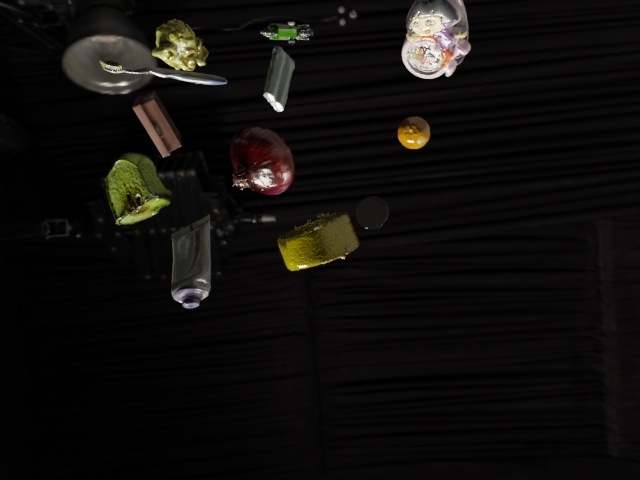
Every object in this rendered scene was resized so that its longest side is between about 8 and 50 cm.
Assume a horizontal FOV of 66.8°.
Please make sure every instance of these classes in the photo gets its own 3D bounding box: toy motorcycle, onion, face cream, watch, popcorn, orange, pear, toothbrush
[{"bbox_3d":[-0.120,-0.744,1.739,0.106,0.190,0.074,-105,15,-63],"label":"toy motorcycle"},{"bbox_3d":[-0.285,-0.339,2.185,0.285,0.347,0.348,-46,-29,-29],"label":"onion"},{"bbox_3d":[-0.571,0.098,2.123,0.137,0.234,0.420,36,-144,-49],"label":"face cream"},{"bbox_3d":[0.347,-0.611,1.380,0.231,0.196,0.244,-57,-45,-30],"label":"watch"},{"bbox_3d":[-0.419,-0.579,1.438,0.135,0.162,0.141,-125,27,-57],"label":"popcorn"},{"bbox_3d":[0.450,-0.522,2.345,0.136,0.159,0.159,-20,-73,-66],"label":"orange"},{"bbox_3d":[-0.772,-0.222,2.009,0.255,0.238,0.164,59,-159,7],"label":"pear"},{"bbox_3d":[-0.519,-0.557,1.619,0.042,0.413,0.035,122,152,-73],"label":"toothbrush"}]

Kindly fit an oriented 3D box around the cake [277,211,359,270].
[{"bbox_3d":[0.000,0.000,1.544,0.260,0.179,0.156,-28,-84,-48],"label":"cake"}]

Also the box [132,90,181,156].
[{"bbox_3d":[-0.626,-0.454,1.879,0.215,0.086,0.215,65,176,-29],"label":"box"}]

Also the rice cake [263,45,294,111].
[{"bbox_3d":[-0.133,-0.522,1.560,0.085,0.040,0.226,34,-127,-40],"label":"rice cake"}]

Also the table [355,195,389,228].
[{"bbox_3d":[0.214,-0.115,2.015,0.043,0.133,0.134,-44,-47,-65],"label":"table"}]
